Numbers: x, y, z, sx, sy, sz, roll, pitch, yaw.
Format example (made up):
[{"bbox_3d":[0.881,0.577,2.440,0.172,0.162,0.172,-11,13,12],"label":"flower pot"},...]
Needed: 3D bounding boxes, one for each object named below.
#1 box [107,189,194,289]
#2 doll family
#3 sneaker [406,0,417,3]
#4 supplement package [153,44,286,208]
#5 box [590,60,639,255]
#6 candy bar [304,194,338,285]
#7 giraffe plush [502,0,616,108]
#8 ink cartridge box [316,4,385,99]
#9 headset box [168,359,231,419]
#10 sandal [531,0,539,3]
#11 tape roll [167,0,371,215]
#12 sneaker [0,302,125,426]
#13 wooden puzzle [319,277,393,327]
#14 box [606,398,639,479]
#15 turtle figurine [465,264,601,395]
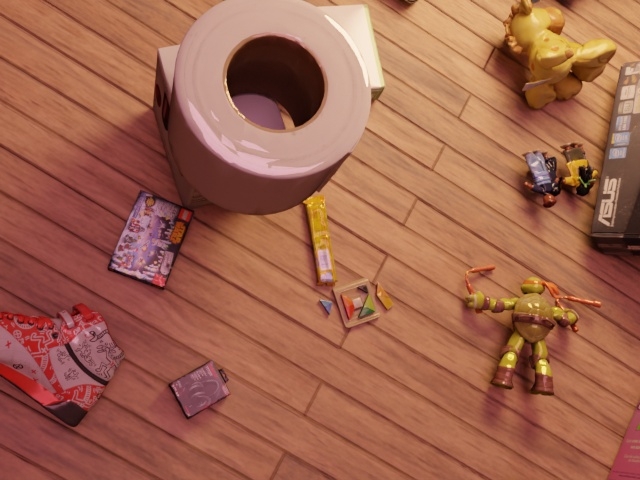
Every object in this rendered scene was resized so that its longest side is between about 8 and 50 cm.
[{"bbox_3d":[-0.268,-0.001,1.105,0.093,0.027,0.137,21,72,-11],"label":"box"},{"bbox_3d":[0.456,-0.123,1.317,0.192,0.076,0.112,-13,85,-13],"label":"doll family"},{"bbox_3d":[0.160,-0.608,1.337,0.162,0.106,0.282,20,73,-7],"label":"sneaker"},{"bbox_3d":[-0.163,-0.179,1.086,0.149,0.203,0.194,-16,81,-19],"label":"supplement package"},{"bbox_3d":[0.695,-0.162,1.271,0.097,0.318,0.395,35,66,-43],"label":"box"},{"bbox_3d":[0.000,0.000,1.184,0.040,0.018,0.162,-7,79,-13],"label":"candy bar"},{"bbox_3d":[0.423,-0.369,1.322,0.210,0.181,0.171,-10,67,-35],"label":"giraffe plush"},{"bbox_3d":[-0.013,-0.332,1.245,0.235,0.056,0.171,-8,78,-14],"label":"ink cartridge box"},{"bbox_3d":[-0.182,0.227,1.070,0.083,0.032,0.062,-27,85,-18],"label":"headset box"},{"bbox_3d":[0.519,-0.557,1.421,0.317,0.126,0.138,-8,82,-9],"label":"sandal"},{"bbox_3d":[-0.073,-0.171,0.910,0.246,0.169,0.246,4,75,-14],"label":"tape roll"},{"bbox_3d":[-0.400,0.129,0.972,0.270,0.090,0.145,48,65,-27],"label":"sneaker"},{"bbox_3d":[0.063,0.104,1.178,0.116,0.014,0.079,-24,84,-19],"label":"wooden puzzle"},{"bbox_3d":[0.645,0.406,1.210,0.213,0.117,0.243,35,70,-5],"label":"box"},{"bbox_3d":[0.376,0.155,1.213,0.269,0.087,0.218,13,73,-12],"label":"turtle figurine"}]
